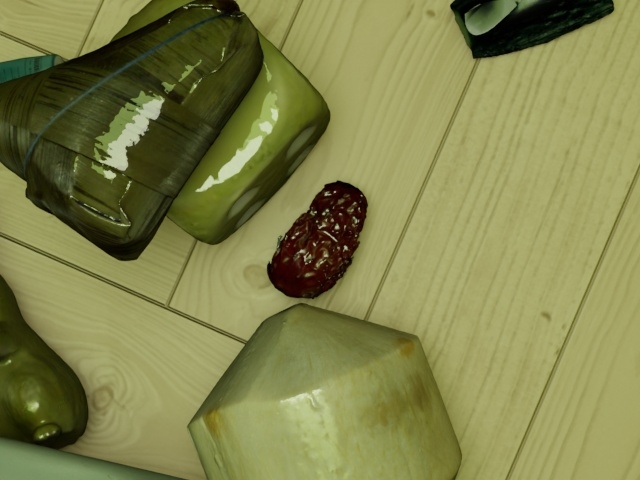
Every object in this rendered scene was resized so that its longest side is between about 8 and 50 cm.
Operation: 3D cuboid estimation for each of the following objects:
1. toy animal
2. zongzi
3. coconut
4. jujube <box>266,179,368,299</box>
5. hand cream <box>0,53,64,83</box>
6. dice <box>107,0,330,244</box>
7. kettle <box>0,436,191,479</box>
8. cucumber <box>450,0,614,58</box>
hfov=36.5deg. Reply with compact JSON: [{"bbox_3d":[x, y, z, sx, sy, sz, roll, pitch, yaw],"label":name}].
[{"bbox_3d":[-0.435,0.122,1.204,0.181,0.180,0.363,-35,89,26],"label":"toy animal"},{"bbox_3d":[-0.241,-0.167,1.013,0.300,0.138,0.286,31,85,16],"label":"zongzi"},{"bbox_3d":[0.000,0.224,1.134,0.323,0.323,0.322,0,87,3],"label":"coconut"},{"bbox_3d":[0.004,0.002,1.235,0.104,0.104,0.166,35,88,4],"label":"jujube"},{"bbox_3d":[-0.433,-0.202,1.300,0.224,0.048,0.083,-12,86,8],"label":"hand cream"},{"bbox_3d":[-0.140,-0.146,1.181,0.227,0.238,0.233,42,91,5],"label":"dice"},{"bbox_3d":[-0.288,0.321,1.029,0.318,0.265,0.205,16,63,-12],"label":"kettle"},{"bbox_3d":[0.271,-0.312,1.254,0.193,0.086,0.115,-23,88,8],"label":"cucumber"}]
